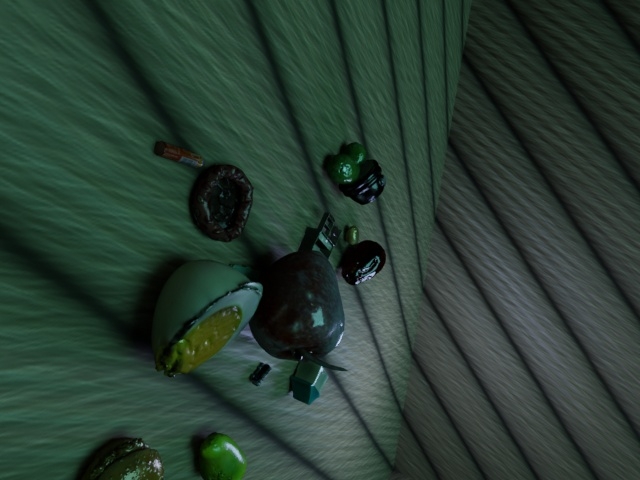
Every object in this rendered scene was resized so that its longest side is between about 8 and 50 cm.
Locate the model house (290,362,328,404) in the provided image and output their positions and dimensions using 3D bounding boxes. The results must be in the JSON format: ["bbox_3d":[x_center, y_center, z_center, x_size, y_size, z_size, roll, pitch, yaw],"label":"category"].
[{"bbox_3d":[-0.052,0.561,1.610,0.148,0.101,0.127,-61,148,-32],"label":"model house"}]

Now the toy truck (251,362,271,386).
[{"bbox_3d":[-0.197,0.447,1.363,0.083,0.039,0.044,-47,154,-45],"label":"toy truck"}]

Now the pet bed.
[{"bbox_3d":[-0.242,-0.096,1.029,0.201,0.054,0.201,-22,116,-59],"label":"pet bed"}]

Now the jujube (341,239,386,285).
[{"bbox_3d":[0.186,0.103,1.794,0.236,0.168,0.168,-44,138,-36],"label":"jujube"}]

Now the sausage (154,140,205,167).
[{"bbox_3d":[-0.301,-0.185,0.899,0.129,0.034,0.034,8,95,-62],"label":"sausage"}]

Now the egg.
[{"bbox_3d":[-0.286,0.165,0.953,0.264,0.174,0.286,-10,135,-59],"label":"egg"}]

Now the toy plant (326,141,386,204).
[{"bbox_3d":[0.130,-0.253,1.542,0.235,0.176,0.218,50,46,-23],"label":"toy plant"}]

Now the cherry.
[{"bbox_3d":[-0.065,0.208,1.236,0.334,0.292,0.326,-82,168,-58],"label":"cherry"}]

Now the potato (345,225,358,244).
[{"bbox_3d":[0.137,-0.024,1.745,0.068,0.063,0.083,-88,-165,-52],"label":"potato"}]

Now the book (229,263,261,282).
[{"bbox_3d":[-0.228,0.122,1.183,0.135,0.017,0.103,25,82,-62],"label":"book"}]

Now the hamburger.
[{"bbox_3d":[-0.428,0.528,0.894,0.182,0.118,0.190,29,72,-64],"label":"hamburger"}]

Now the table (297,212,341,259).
[{"bbox_3d":[0.000,0.000,1.501,0.175,0.063,0.146,-67,151,-16],"label":"table"}]

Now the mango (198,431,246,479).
[{"bbox_3d":[-0.294,0.643,1.194,0.125,0.111,0.232,-60,147,-36],"label":"mango"}]
